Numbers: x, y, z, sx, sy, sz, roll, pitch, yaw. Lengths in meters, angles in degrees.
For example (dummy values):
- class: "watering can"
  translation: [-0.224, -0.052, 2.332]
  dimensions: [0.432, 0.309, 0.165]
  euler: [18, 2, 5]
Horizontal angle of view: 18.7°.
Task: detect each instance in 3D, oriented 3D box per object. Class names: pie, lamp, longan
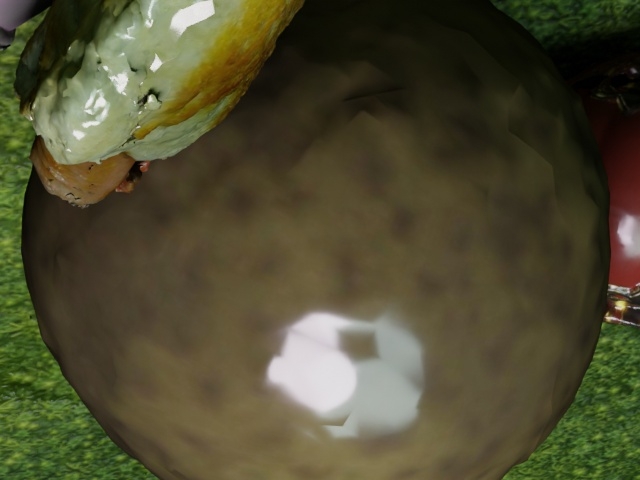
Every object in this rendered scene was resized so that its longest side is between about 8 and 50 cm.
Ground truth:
- class: "pie"
  translation: [-0.059, -0.136, 1.008]
  dimensions: [0.257, 0.105, 0.274]
  euler: [-47, -179, -9]
- class: "lamp"
  translation: [0.244, -0.040, 1.476]
  dimensions: [0.226, 0.227, 0.227]
  euler: [-11, 146, -7]
- class: "longan"
  translation: [0.000, 0.000, 1.285]
  dimensions: [0.391, 0.391, 0.391]
  euler: [-11, 146, -7]

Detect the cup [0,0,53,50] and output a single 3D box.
- class: "cup"
  translation: [-0.095, -0.254, 1.050]
  dimensions: [0.288, 0.203, 0.203]
  euler: [-27, 145, 6]
